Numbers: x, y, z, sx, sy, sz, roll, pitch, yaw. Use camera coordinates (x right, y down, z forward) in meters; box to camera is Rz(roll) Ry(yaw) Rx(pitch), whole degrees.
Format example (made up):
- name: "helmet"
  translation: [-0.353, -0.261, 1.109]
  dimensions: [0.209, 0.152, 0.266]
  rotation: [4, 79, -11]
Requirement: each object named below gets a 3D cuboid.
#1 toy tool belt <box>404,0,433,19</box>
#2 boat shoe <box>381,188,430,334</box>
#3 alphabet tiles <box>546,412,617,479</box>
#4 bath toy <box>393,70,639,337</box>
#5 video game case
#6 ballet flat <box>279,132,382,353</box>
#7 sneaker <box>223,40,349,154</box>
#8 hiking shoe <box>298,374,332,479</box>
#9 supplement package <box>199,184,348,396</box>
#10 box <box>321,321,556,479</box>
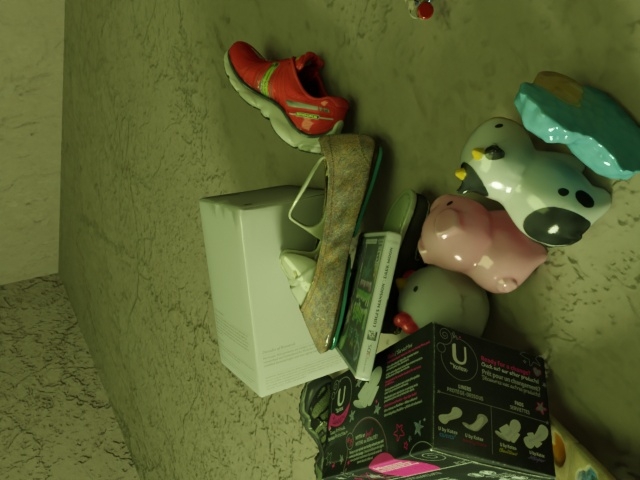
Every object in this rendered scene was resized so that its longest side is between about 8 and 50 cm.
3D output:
- name: "toy tool belt"
  translation: [0.117, -0.298, 0.679]
  dimensions: [0.051, 0.052, 0.083]
  rotation: [-120, 26, -80]
- name: "boat shoe"
  translation: [0.109, 0.035, 0.785]
  dimensions: [0.081, 0.069, 0.227]
  rotation: [-87, 11, -57]
- name: "alphabet tiles"
  translation: [0.279, 0.360, 0.588]
  dimensions: [0.342, 0.011, 0.285]
  rotation: [-127, 34, -68]
- name: "bath toy"
  translation: [0.174, -0.006, 0.625]
  dimensions: [0.151, 0.129, 0.348]
  rotation: [55, 141, 27]
- name: "video game case"
  translation: [0.056, 0.074, 0.748]
  dimensions: [0.190, 0.022, 0.173]
  rotation: [-179, 101, -84]
- name: "ballet flat"
  translation: [0.000, 0.000, 0.818]
  dimensions: [0.107, 0.106, 0.315]
  rotation: [-151, 74, -82]
- name: "sneaker"
  translation: [-0.047, -0.247, 0.902]
  dimensions: [0.279, 0.107, 0.118]
  rotation: [48, 118, 30]
- name: "hiking shoe"
  translation: [0.038, 0.332, 0.992]
  dimensions: [0.114, 0.086, 0.226]
  rotation: [-2, 106, 41]
- name: "supplement package"
  translation: [-0.071, 0.068, 0.942]
  dimensions: [0.178, 0.175, 0.292]
  rotation: [17, 115, 58]
- name: "box"
  translation: [0.131, 0.218, 0.702]
  dimensions: [0.247, 0.164, 0.142]
  rotation: [-46, 31, 52]
